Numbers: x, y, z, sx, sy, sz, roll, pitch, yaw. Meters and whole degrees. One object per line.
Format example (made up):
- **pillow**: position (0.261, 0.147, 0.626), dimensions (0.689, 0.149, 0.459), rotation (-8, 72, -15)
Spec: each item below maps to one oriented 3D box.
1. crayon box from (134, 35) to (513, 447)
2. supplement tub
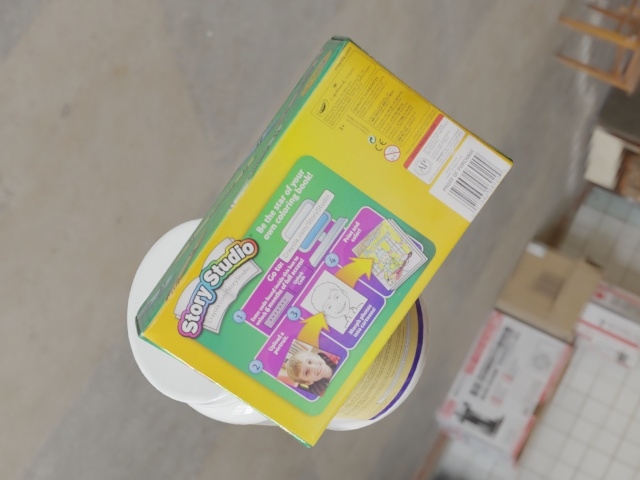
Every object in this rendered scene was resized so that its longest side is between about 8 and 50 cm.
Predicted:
- **crayon box**: position (0.000, 0.000, 1.094), dimensions (0.278, 0.165, 0.081), rotation (-54, -167, 2)
- **supplement tub**: position (-0.044, 0.099, 1.642), dimensions (0.331, 0.241, 0.241), rotation (16, 99, -57)
